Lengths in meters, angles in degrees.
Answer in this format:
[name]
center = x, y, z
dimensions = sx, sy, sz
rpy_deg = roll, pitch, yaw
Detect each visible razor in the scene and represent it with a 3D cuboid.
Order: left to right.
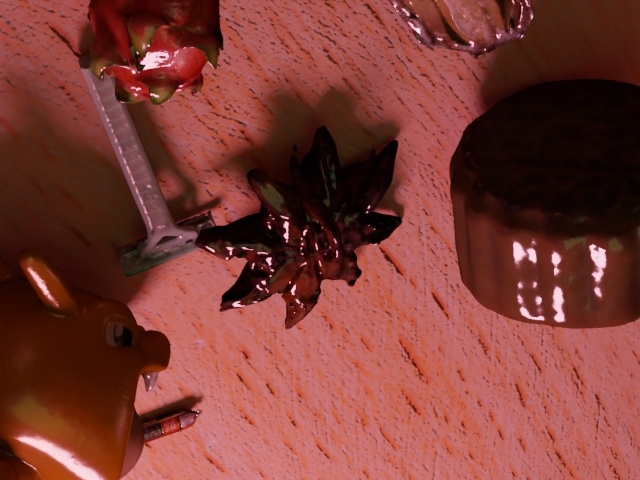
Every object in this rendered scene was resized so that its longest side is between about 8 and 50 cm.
[razor]
center = -0.189, -0.075, 1.860
dimensions = 0.111, 0.056, 0.278
rpy_deg = -22, 134, -3

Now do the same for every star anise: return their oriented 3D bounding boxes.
[star anise]
center = 0.000, 0.000, 1.963
dimensions = 0.272, 0.102, 0.272
rpy_deg = -20, 133, -23

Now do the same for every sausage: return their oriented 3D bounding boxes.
[sausage]
center = -0.232, 0.233, 2.125
dimensions = 0.198, 0.025, 0.028
rpy_deg = -19, 118, -8

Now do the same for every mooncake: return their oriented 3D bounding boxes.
[mooncake]
center = 0.281, -0.046, 1.942
dimensions = 0.290, 0.290, 0.161
rpy_deg = -18, 128, -9

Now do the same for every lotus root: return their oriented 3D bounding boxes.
[lotus root]
center = 0.114, -0.310, 1.787
dimensions = 0.167, 0.078, 0.329
rpy_deg = -14, 139, 20

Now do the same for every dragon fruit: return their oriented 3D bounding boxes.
[dragon fruit]
center = -0.149, -0.238, 1.697
dimensions = 0.137, 0.135, 0.236
rpy_deg = 3, 109, -19

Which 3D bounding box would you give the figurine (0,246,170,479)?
[figurine]
center = -0.342, 0.207, 1.847
dimensions = 0.387, 0.268, 0.401
rpy_deg = -64, 168, -9
